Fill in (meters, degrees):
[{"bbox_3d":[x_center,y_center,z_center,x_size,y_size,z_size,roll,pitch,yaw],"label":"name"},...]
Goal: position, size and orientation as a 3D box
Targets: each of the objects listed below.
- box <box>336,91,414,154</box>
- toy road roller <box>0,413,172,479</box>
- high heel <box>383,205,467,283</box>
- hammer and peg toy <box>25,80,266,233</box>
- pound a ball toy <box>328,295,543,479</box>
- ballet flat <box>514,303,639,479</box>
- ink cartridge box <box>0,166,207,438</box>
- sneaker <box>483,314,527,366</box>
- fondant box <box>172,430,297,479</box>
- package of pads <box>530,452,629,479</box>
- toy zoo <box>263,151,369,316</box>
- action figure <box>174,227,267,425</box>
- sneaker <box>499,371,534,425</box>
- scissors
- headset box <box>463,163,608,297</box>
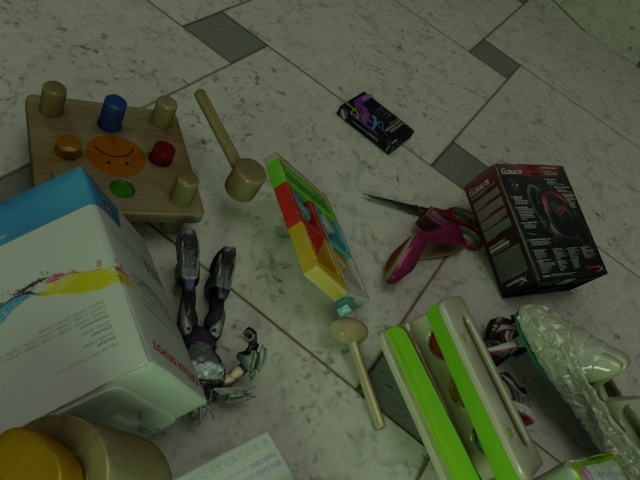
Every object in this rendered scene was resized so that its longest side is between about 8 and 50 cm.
[{"bbox_3d":[0.133,-0.281,1.467,0.162,0.029,0.116,41,45,8],"label":"box"},{"bbox_3d":[-0.326,0.275,0.559,0.241,0.202,0.329,33,75,25],"label":"toy road roller"},{"bbox_3d":[0.210,0.034,1.208,0.117,0.082,0.244,43,40,-1],"label":"high heel"},{"bbox_3d":[-0.294,-0.136,1.043,0.361,0.127,0.266,0,52,-32],"label":"hammer and peg toy"},{"bbox_3d":[0.176,0.231,0.968,0.136,0.208,0.319,2,60,-57],"label":"pound a ball toy"},{"bbox_3d":[0.500,0.269,1.062,0.147,0.147,0.409,-16,70,-37],"label":"ballet flat"},{"bbox_3d":[-0.293,0.101,0.733,0.197,0.198,0.270,-27,63,-6],"label":"ink cartridge box"},{"bbox_3d":[0.328,0.183,1.143,0.178,0.072,0.077,-4,48,-46],"label":"sneaker"},{"bbox_3d":[-0.083,0.417,0.688,0.238,0.096,0.330,-18,63,-38],"label":"fondant box"},{"bbox_3d":[0.352,0.451,0.794,0.101,0.229,0.296,2,52,-27],"label":"package of pads"},{"bbox_3d":[0.000,0.000,1.071,0.192,0.030,0.293,36,27,-52],"label":"toy zoo"},{"bbox_3d":[-0.175,0.129,0.894,0.185,0.099,0.285,14,50,-24],"label":"action figure"},{"bbox_3d":[0.289,0.254,1.056,0.170,0.063,0.074,27,42,-9],"label":"sneaker"},{"bbox_3d":[0.232,-0.065,1.340,0.297,0.021,0.109,24,47,-6],"label":"scissors"},{"bbox_3d":[0.451,-0.038,1.320,0.218,0.110,0.293,-3,68,-30],"label":"headset box"}]
